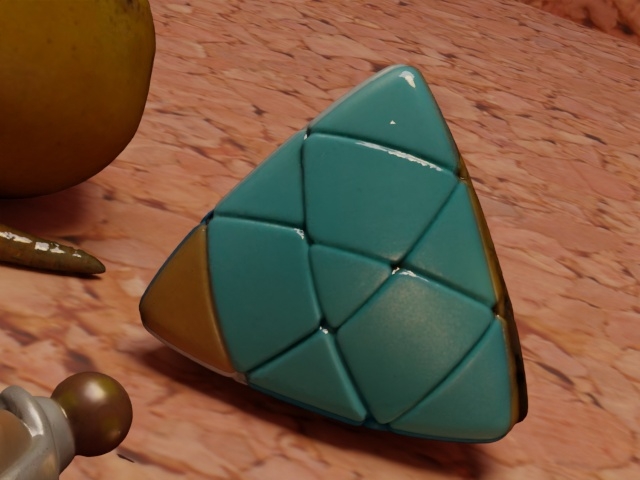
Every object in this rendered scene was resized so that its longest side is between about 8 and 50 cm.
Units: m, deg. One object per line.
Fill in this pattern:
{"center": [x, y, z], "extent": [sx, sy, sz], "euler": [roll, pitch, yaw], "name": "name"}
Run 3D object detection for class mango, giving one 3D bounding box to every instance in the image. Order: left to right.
{"center": [-0.334, -0.182, 1.054], "extent": [0.446, 0.232, 0.300], "euler": [21, 5, 10], "name": "mango"}

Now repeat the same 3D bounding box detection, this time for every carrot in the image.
{"center": [-0.272, -0.011, 0.960], "extent": [0.254, 0.049, 0.049], "euler": [15, 20, -16], "name": "carrot"}

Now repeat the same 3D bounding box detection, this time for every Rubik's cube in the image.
{"center": [0.000, 0.000, 0.891], "extent": [0.254, 0.254, 0.254], "euler": [15, 21, -6], "name": "Rubik's cube"}

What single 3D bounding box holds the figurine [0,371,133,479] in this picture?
{"center": [-0.130, 0.140, 0.567], "extent": [0.274, 0.133, 0.194], "euler": [23, 44, 0], "name": "figurine"}
